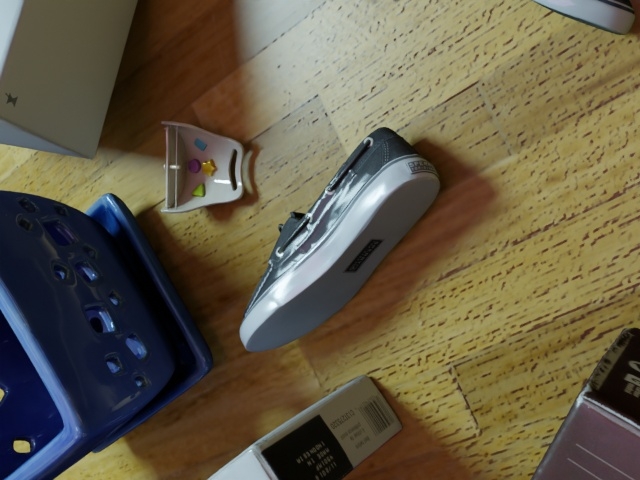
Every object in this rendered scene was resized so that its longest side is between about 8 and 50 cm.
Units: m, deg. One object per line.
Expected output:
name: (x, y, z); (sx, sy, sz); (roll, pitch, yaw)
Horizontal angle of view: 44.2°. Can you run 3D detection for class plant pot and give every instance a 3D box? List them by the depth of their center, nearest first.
plant pot: (-0.257, 0.097, 0.734); (0.236, 0.212, 0.236); (-39, 78, 30)

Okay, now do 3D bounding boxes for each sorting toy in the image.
sorting toy: (-0.104, -0.066, 0.719); (0.075, 0.045, 0.083); (7, 101, 22)

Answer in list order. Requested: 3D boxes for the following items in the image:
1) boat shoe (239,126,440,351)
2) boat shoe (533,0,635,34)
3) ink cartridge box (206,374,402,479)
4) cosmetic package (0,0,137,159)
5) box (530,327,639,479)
boat shoe: (0.000, 0.000, 0.649); (0.228, 0.080, 0.076); (-50, 55, 30)
boat shoe: (0.143, -0.212, 0.532); (0.183, 0.065, 0.083); (36, 113, 22)
ink cartridge box: (-0.106, 0.255, 0.690); (0.371, 0.176, 0.069); (-40, 78, 29)
cosmetic package: (-0.299, -0.210, 0.710); (0.224, 0.138, 0.224); (12, 84, 25)
box: (0.210, 0.195, 0.495); (0.167, 0.168, 0.203); (30, 111, 23)
